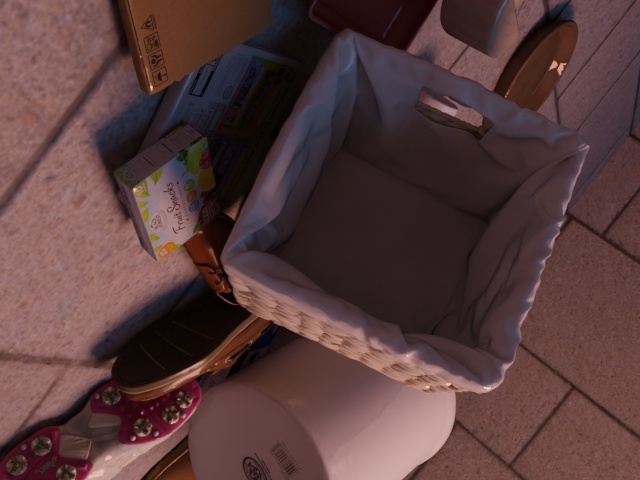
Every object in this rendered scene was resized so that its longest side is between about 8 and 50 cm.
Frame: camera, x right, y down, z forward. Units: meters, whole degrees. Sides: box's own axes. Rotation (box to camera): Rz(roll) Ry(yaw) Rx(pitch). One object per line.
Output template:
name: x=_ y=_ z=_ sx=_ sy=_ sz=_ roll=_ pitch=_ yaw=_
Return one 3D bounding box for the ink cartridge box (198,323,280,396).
ink cartridge box: x=-0.134 y=0.186 z=1.283 sx=0.097 sy=0.046 sz=0.207 roll=-8 pitch=133 yaw=-60

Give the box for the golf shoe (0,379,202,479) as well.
golf shoe: x=-0.313 y=0.288 z=1.055 sx=0.306 sy=0.115 sz=0.140 roll=-26 pitch=158 yaw=-33

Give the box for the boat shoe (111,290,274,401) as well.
boat shoe: x=-0.162 y=0.152 z=1.078 sx=0.307 sy=0.110 sz=0.104 roll=-33 pitch=140 yaw=-35

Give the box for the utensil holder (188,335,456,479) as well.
utensil holder: x=0.008 y=0.324 z=1.293 sx=0.385 sy=0.327 sz=0.328 roll=-20 pitch=142 yaw=-51

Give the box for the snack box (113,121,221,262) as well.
snack box: x=-0.166 y=-0.051 z=0.818 sx=0.100 sy=0.037 sz=0.141 roll=-39 pitch=154 yaw=-22

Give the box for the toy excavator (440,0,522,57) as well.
toy excavator: x=0.318 y=-0.484 z=0.851 sx=0.433 sy=0.222 sz=0.445 roll=-46 pitch=156 yaw=-20

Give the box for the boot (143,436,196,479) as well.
boot: x=-0.190 y=0.496 z=1.356 sx=0.236 sy=0.269 sz=0.089 roll=-47 pitch=157 yaw=-9

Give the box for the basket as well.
basket: x=0.089 y=-0.010 z=0.909 sx=0.266 sy=0.328 sz=0.331 roll=106 pitch=10 yaw=-71

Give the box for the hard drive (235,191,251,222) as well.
hard drive: x=-0.071 y=-0.040 z=1.089 sx=0.135 sy=0.022 sz=0.094 roll=-19 pitch=142 yaw=-50

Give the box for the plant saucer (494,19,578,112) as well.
plant saucer: x=0.447 y=-0.345 z=1.559 sx=0.278 sy=0.041 sz=0.278 roll=-40 pitch=154 yaw=-24

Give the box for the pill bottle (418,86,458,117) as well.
pill bottle: x=0.145 y=-0.157 z=1.202 sx=0.108 sy=0.108 sz=0.180 roll=-9 pitch=133 yaw=-57

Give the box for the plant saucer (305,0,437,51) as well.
plant saucer: x=0.096 y=-0.360 z=0.888 sx=0.259 sy=0.047 sz=0.258 roll=-58 pitch=156 yaw=15

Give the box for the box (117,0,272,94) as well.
box: x=-0.115 y=-0.253 z=0.666 sx=0.164 sy=0.021 sz=0.201 roll=-39 pitch=147 yaw=-28

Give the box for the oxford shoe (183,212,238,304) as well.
oxford shoe: x=-0.134 y=0.026 z=0.984 sx=0.076 sy=0.076 sz=0.212 roll=-21 pitch=152 yaw=2

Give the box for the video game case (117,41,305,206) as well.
video game case: x=-0.122 y=-0.132 z=0.859 sx=0.193 sy=0.023 sz=0.212 roll=-4 pitch=128 yaw=-60
